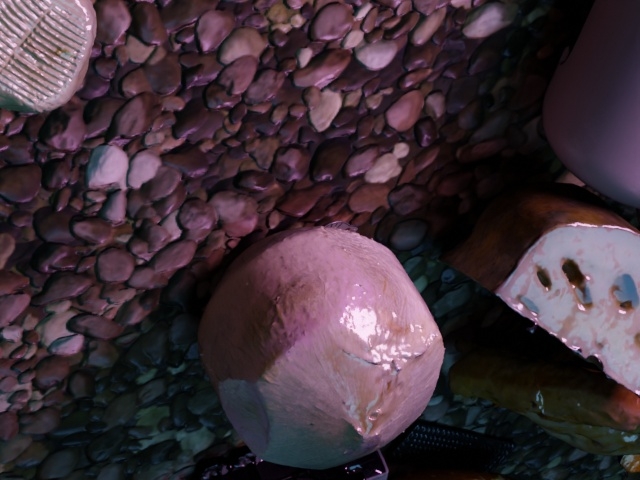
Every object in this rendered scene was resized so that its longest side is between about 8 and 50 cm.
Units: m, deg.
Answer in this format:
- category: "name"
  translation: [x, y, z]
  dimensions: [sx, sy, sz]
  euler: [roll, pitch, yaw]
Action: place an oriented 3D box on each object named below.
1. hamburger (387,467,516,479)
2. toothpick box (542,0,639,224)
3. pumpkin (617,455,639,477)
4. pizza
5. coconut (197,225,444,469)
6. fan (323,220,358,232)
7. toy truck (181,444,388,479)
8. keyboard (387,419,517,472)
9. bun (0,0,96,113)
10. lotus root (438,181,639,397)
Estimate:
- category: "hamburger"
  translation: [0.130, 0.347, 1.909]
  dimensions: [0.283, 0.157, 0.144]
  euler: [0, 99, -40]
- category: "toothpick box"
  translation: [0.343, -0.157, 1.481]
  dimensions: [0.229, 0.229, 0.316]
  euler: [-5, 133, -32]
- category: "pumpkin"
  translation: [0.525, 0.334, 2.124]
  dimensions: [0.139, 0.190, 0.280]
  euler: [-41, 154, 14]
- category: "pizza"
  translation: [0.331, 0.196, 1.797]
  dimensions: [0.392, 0.435, 0.080]
  euler: [20, 77, -26]
- category: "coconut"
  translation: [0.008, 0.110, 1.516]
  dimensions: [0.227, 0.230, 0.227]
  euler: [-18, 140, -16]
- category: "fan"
  translation: [0.000, 0.000, 1.578]
  dimensions: [0.083, 0.004, 0.056]
  euler: [8, 127, -40]
- category: "toy truck"
  translation: [-0.048, 0.292, 1.773]
  dimensions: [0.243, 0.101, 0.125]
  euler: [-17, 143, -16]
- category: "keyboard"
  translation: [0.166, 0.260, 1.956]
  dimensions: [0.204, 0.013, 0.061]
  euler: [18, 119, -45]
- category: "bun"
  translation: [-0.228, -0.156, 1.207]
  dimensions: [0.115, 0.069, 0.115]
  euler: [-10, 115, -23]
- category: "lotus root"
  translation: [0.267, 0.037, 1.609]
  dimensions: [0.267, 0.260, 0.149]
  euler: [35, 95, -20]
